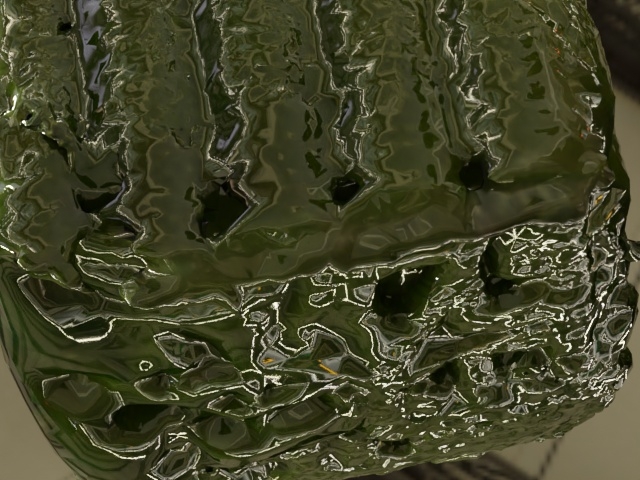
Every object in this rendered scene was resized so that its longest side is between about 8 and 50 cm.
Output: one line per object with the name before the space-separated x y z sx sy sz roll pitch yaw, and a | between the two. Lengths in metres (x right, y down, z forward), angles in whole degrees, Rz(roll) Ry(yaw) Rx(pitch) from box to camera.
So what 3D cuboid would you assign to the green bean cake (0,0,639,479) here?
green bean cake | 0.000 0.000 0.921 0.335 0.319 0.218 -10 -124 6
